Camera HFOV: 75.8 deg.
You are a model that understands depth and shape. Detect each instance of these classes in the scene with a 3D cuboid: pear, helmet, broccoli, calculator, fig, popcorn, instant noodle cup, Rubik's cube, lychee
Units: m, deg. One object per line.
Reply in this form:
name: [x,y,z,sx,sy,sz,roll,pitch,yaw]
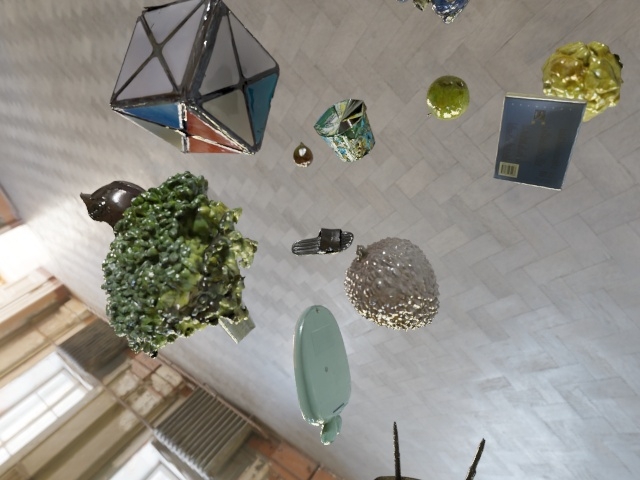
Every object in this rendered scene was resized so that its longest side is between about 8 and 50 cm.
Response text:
pear: [0.513,-0.573,1.705,0.180,0.166,0.216,57,143,11]
helmet: [-0.672,-0.112,1.448,0.305,0.177,0.225,48,-178,-4]
broccoli: [-0.279,0.042,0.805,0.335,0.271,0.324,62,143,26]
calculator: [0.008,0.291,0.905,0.042,0.184,0.296,-11,88,32]
fig: [-0.092,-0.470,2.219,0.109,0.155,0.103,12,152,-18]
popcorn: [0.871,-0.532,1.379,0.215,0.252,0.286,-33,122,23]
instant noodle cup: [0.119,-0.460,1.755,0.240,0.240,0.178,11,152,38]
Rubik's cube: [-0.328,-0.434,1.135,0.304,0.311,0.307,6,170,30]
lychee: [0.291,0.180,1.671,0.432,0.380,0.380,49,142,-7]

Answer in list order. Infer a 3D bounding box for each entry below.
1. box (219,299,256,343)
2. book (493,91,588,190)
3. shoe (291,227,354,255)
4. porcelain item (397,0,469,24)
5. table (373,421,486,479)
box: [-0.374,0.111,1.256,0.396,0.111,0.396,42,160,20]
book: [0.586,-0.265,1.123,0.190,0.025,0.270,17,141,29]
shoe: [0.000,0.000,0.998,0.159,0.062,0.053,-11,137,13]
porcelain item: [0.382,-0.890,1.450,0.287,0.138,0.186,35,114,-9]
table: [0.309,0.672,1.098,0.317,0.317,0.250,19,109,32]
